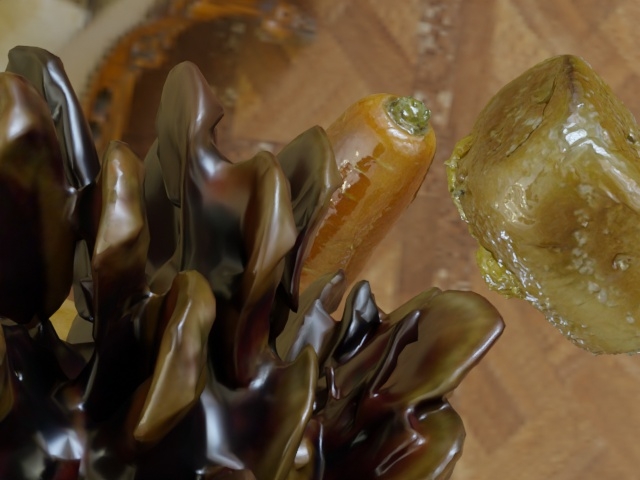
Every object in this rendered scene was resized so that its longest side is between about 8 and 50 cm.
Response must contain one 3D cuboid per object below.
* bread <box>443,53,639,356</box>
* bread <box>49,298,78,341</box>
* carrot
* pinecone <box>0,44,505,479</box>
[{"bbox_3d":[0.222,-0.009,1.592,0.176,0.246,0.195,-38,19,20],"label":"bread"},{"bbox_3d":[-0.131,0.078,0.801,0.189,0.114,0.077,-101,14,-61],"label":"bread"},{"bbox_3d":[0.000,0.000,1.110,0.067,0.067,0.225,57,133,28],"label":"carrot"},{"bbox_3d":[-0.081,0.059,0.550,0.264,0.264,0.264,-4,84,41],"label":"pinecone"}]
